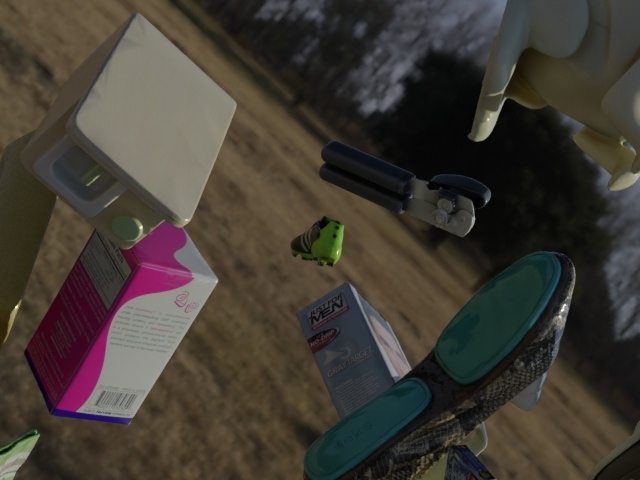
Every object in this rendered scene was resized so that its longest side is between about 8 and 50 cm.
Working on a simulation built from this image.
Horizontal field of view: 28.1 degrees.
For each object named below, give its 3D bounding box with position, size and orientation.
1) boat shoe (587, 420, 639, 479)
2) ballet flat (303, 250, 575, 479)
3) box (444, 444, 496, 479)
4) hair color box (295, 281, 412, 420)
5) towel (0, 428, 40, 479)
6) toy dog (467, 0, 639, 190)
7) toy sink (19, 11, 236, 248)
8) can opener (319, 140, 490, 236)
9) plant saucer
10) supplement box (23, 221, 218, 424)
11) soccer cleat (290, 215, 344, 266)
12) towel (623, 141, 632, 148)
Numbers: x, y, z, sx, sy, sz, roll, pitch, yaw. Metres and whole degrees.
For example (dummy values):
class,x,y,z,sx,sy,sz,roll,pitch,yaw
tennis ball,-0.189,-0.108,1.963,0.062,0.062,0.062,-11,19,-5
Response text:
class,x,y,z,sx,sy,sz,roll,pitch,yaw
boat shoe,0.473,0.306,1.808,0.091,0.109,0.305,53,-30,20
ballet flat,0.191,0.221,1.773,0.182,0.483,0.164,45,4,-30
box,0.191,0.353,1.692,0.027,0.137,0.094,0,21,-20
hair color box,0.102,0.270,2.134,0.185,0.113,0.374,47,14,-50
towel,-0.459,0.341,1.801,0.023,0.152,0.113,38,20,9
toy dog,0.452,-0.259,1.827,0.408,0.395,0.284,17,-22,4
toy sink,-0.203,-0.096,1.315,0.153,0.131,0.234,41,33,-20
can opener,0.129,-0.086,2.035,0.280,0.074,0.093,22,39,20
plant saucer,-0.404,0.045,1.570,0.081,0.333,0.333,20,46,-12
supplement box,-0.231,0.089,1.461,0.111,0.220,0.114,16,27,-41
soccer cleat,0.000,0.000,1.959,0.060,0.072,0.179,20,-4,-15
towel,0.600,-0.366,2.226,0.090,0.321,0.374,20,33,15
